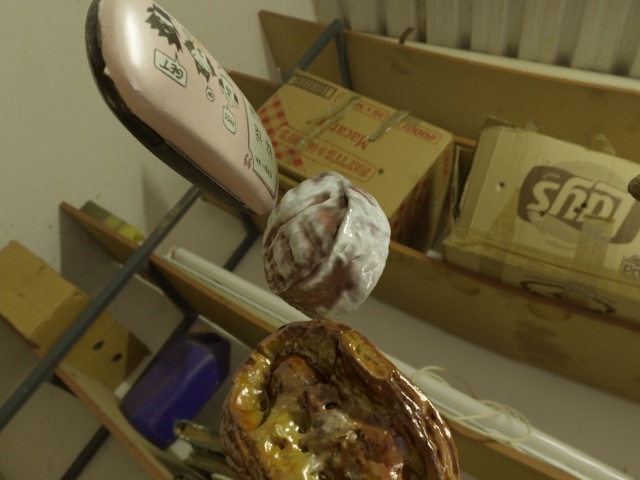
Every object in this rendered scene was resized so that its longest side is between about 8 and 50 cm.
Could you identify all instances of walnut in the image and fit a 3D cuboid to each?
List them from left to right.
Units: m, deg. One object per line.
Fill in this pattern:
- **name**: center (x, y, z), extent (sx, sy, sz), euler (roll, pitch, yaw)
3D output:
- **walnut**: center (0.860, -0.136, 1.334), extent (0.092, 0.092, 0.092), euler (28, -24, 14)

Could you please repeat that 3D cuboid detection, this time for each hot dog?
- **hot dog**: center (0.008, 0.178, 0.481), extent (0.259, 0.175, 0.114), euler (28, -24, 43)

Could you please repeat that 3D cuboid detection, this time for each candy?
- **candy**: center (0.000, 0.000, 0.835), extent (0.157, 0.214, 0.290), euler (35, 16, -24)

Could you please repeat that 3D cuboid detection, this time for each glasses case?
- **glasses case**: center (-0.118, -0.120, 0.523), extent (0.075, 0.122, 0.314), euler (-12, -21, 15)
